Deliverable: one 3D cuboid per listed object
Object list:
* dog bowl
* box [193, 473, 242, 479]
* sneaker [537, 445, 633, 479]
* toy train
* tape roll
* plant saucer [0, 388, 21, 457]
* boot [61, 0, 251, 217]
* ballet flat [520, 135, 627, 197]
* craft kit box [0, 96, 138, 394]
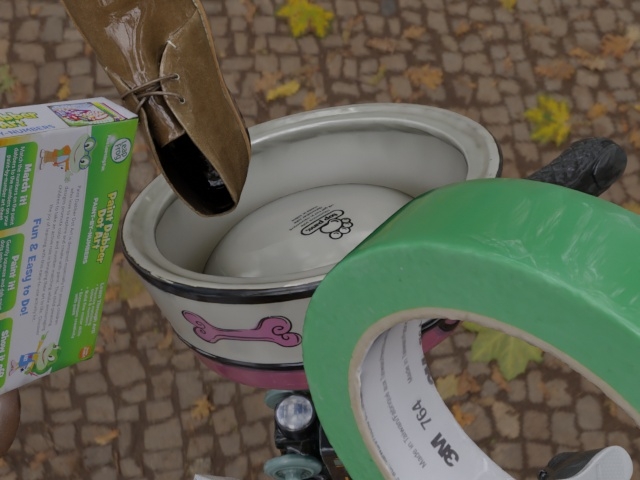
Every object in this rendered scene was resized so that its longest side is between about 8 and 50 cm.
[{"bbox_3d":[0.000,0.000,1.026,0.408,0.150,0.408,-10,29,6],"label":"dog bowl"},{"bbox_3d":[-0.179,0.495,1.782,0.102,0.101,0.087,20,77,-41],"label":"box"},{"bbox_3d":[0.439,0.482,1.769,0.296,0.147,0.104,-24,84,-28],"label":"sneaker"},{"bbox_3d":[0.031,0.297,1.305,0.190,0.334,0.142,-5,56,6],"label":"toy train"},{"bbox_3d":[0.134,0.119,0.580,0.321,0.321,0.077,39,53,13],"label":"tape roll"},{"bbox_3d":[-0.452,0.206,1.179,0.169,0.029,0.168,0,90,20],"label":"plant saucer"},{"bbox_3d":[-0.146,-0.152,0.867,0.112,0.305,0.115,-22,34,11],"label":"boot"},{"bbox_3d":[0.198,-0.039,0.830,0.173,0.049,0.057,-29,111,-21],"label":"ballet flat"},{"bbox_3d":[-0.269,0.018,0.756,0.061,0.249,0.247,30,27,29],"label":"craft kit box"}]
